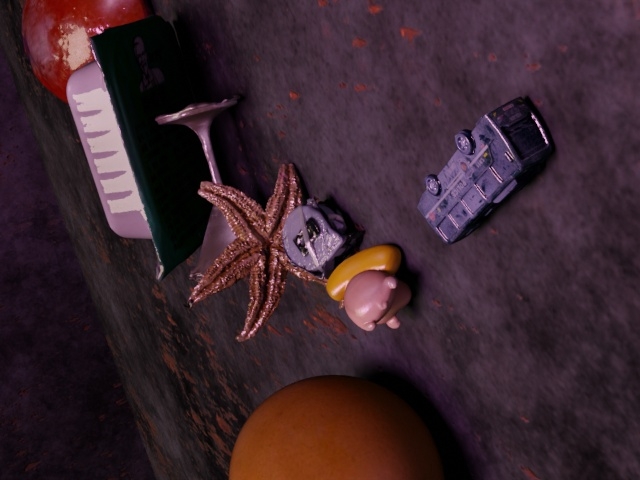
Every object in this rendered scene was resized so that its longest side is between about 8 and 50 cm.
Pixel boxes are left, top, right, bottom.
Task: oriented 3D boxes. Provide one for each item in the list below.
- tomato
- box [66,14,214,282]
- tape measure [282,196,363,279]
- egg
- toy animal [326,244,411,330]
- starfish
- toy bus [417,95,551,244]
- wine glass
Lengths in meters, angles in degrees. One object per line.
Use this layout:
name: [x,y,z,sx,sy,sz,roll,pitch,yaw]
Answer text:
tomato: [-0.405,-0.362,1.435,0.335,0.176,0.290,52,149,33]
box: [-0.258,-0.137,1.234,0.264,0.106,0.337,-59,-44,-67]
tape measure: [-0.002,0.000,1.040,0.094,0.054,0.091,42,118,32]
egg: [0.013,0.288,1.048,0.250,0.250,0.322,68,164,-2]
toy animal: [0.069,0.058,0.958,0.082,0.091,0.114,47,180,-28]
starfish: [-0.067,0.017,1.098,0.240,0.227,0.043,33,-179,0]
toy bus: [0.137,-0.055,0.742,0.065,0.047,0.166,56,155,12]
wine glass: [-0.137,-0.073,1.178,0.156,0.156,0.232,2,109,64]
